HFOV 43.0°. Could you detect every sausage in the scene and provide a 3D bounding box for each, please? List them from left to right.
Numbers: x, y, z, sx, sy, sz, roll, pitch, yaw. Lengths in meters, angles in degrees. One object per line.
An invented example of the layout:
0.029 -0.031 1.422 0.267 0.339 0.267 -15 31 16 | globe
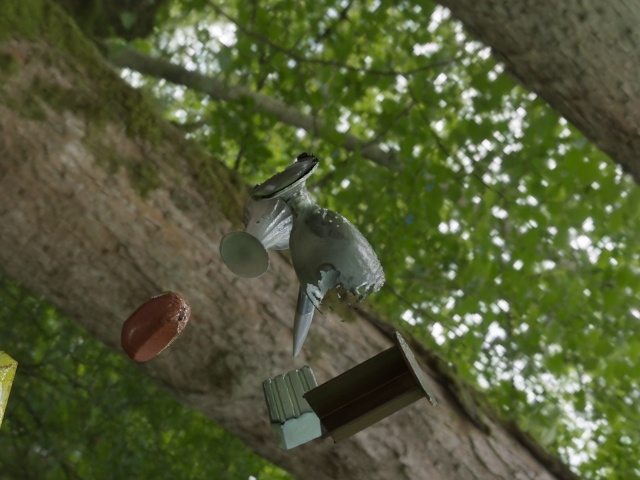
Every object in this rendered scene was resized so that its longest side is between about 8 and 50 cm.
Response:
-0.466 0.240 2.294 0.254 0.148 0.148 -42 -155 16 | sausage

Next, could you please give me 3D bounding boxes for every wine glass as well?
-0.142 -0.013 1.953 0.165 0.165 0.196 -37 -169 33 | wine glass
0.001 -0.004 1.803 0.190 0.357 0.190 -26 -162 9 | wine glass

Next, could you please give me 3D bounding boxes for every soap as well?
-0.066 0.439 2.159 0.150 0.094 0.261 -19 -162 -4 | soap

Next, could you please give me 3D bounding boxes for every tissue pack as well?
-0.746 0.340 1.798 0.062 0.095 0.176 28 -75 30 | tissue pack

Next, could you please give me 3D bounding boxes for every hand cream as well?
-0.043 0.186 2.017 0.079 0.048 0.255 -70 174 -46 | hand cream

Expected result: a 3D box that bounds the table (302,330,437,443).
0.094 0.307 1.625 0.227 0.167 0.167 -30 -154 6 | table
